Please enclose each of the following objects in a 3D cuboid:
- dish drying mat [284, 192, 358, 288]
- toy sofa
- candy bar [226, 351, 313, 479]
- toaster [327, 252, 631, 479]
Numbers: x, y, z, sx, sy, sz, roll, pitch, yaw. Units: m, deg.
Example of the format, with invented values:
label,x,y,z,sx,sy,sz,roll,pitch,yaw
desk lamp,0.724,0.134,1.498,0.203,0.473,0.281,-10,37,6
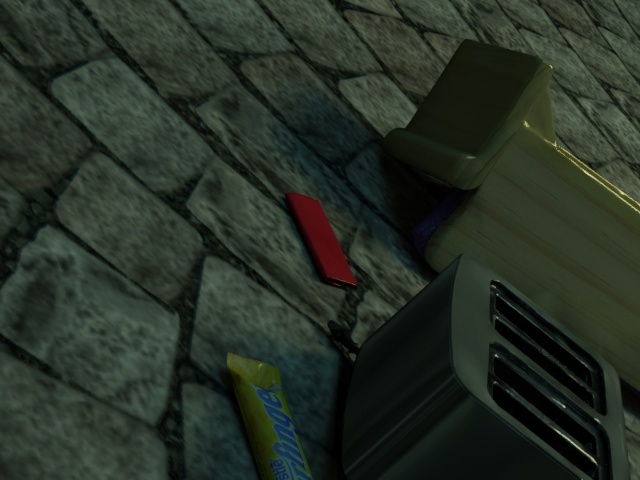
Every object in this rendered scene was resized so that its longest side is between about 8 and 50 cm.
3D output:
label,x,y,z,sx,sy,sz,roll,pitch,yaw
dish drying mat,0.000,0.000,1.100,0.032,0.008,0.083,19,35,-42
toy sofa,0.223,0.007,1.302,0.362,0.177,0.150,33,2,-23
candy bar,-0.017,0.126,0.862,0.040,0.018,0.161,22,31,-39
toaster,0.097,0.113,0.945,0.185,0.110,0.168,38,24,-12
